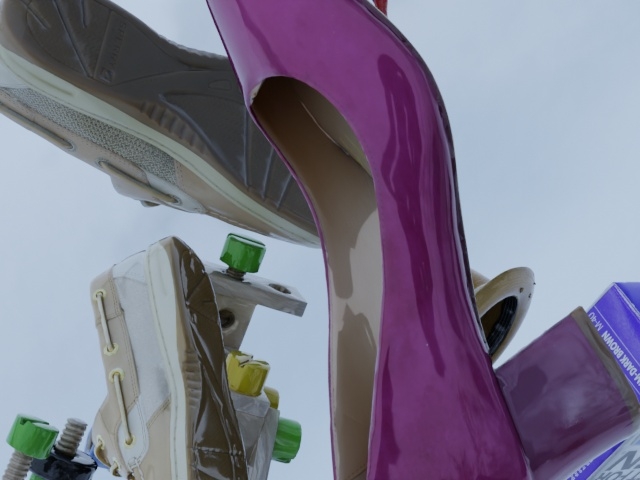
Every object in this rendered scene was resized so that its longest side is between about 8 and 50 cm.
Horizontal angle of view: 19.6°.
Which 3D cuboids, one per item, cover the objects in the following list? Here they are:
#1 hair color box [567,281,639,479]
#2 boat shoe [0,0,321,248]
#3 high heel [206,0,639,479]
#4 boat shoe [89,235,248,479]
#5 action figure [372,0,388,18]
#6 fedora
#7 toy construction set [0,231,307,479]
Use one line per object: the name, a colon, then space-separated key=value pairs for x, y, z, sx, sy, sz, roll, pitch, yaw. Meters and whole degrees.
hair color box: x=0.211 y=0.181 z=1.506 sx=0.339 sy=0.185 sz=0.110 roll=-50 pitch=58 yaw=30
boat shoe: x=-0.120 y=-0.087 z=1.477 sx=0.341 sy=0.110 sz=0.121 roll=32 pitch=49 yaw=-18
high heel: x=0.000 y=0.000 z=0.996 sx=0.181 sy=0.127 sz=0.377 roll=-31 pitch=73 yaw=-21
boat shoe: x=-0.073 y=0.083 z=0.830 sx=0.059 sy=0.063 sz=0.170 roll=-18 pitch=59 yaw=17
action figure: x=0.019 y=-0.175 z=1.101 sx=0.038 sy=0.030 sz=0.115 roll=-9 pitch=88 yaw=40
fedora: x=0.141 y=0.086 z=1.931 sx=0.194 sy=0.194 sz=0.079 roll=-44 pitch=67 yaw=-11
toy construction set: x=-0.049 y=0.132 z=1.466 sx=0.309 sy=0.257 sz=0.237 roll=23 pitch=93 yaw=5
